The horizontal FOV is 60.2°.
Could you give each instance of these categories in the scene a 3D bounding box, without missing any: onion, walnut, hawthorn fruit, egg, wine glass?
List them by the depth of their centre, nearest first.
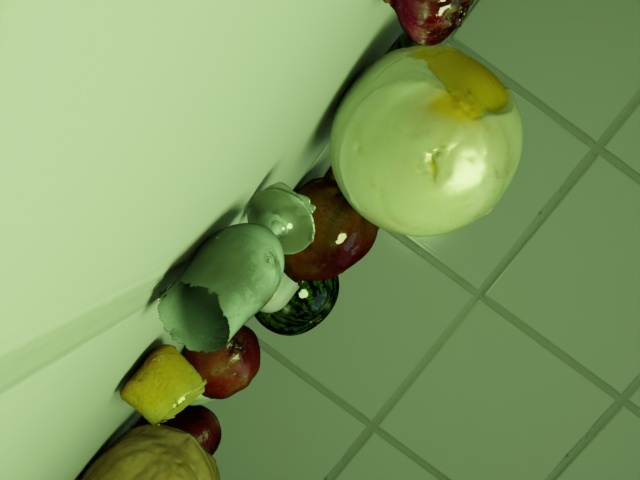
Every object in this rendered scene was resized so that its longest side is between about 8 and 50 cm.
[{"bbox_3d":[0.108,-0.250,0.551,0.107,0.097,0.107,6,90,-88],"label":"onion"},{"bbox_3d":[-0.084,0.026,0.622,0.103,0.103,0.222,-54,-179,37],"label":"wine glass"},{"bbox_3d":[0.155,-0.152,0.855,0.283,0.283,0.345,-54,-174,17],"label":"egg"},{"bbox_3d":[-0.343,0.525,1.070,0.344,0.306,0.306,-61,180,0],"label":"walnut"},{"bbox_3d":[0.000,0.000,1.150,0.248,0.208,0.208,-63,177,19],"label":"hawthorn fruit"},{"bbox_3d":[-0.208,0.248,1.219,0.181,0.181,0.235,-54,180,-38],"label":"hawthorn fruit"},{"bbox_3d":[-0.403,0.496,1.430,0.272,0.195,0.272,-17,-178,1],"label":"onion"}]

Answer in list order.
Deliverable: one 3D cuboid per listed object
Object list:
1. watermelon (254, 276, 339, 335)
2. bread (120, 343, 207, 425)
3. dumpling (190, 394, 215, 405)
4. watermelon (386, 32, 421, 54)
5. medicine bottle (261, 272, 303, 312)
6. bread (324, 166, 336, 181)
[{"bbox_3d":[-0.074,0.128,1.511,0.269,0.269,0.269,-54,180,0],"label":"watermelon"},{"bbox_3d":[-0.236,0.221,0.833,0.102,0.094,0.245,-44,176,-19],"label":"bread"},{"bbox_3d":[-0.315,0.349,1.369,0.179,0.131,0.252,-24,-171,43],"label":"dumpling"},{"bbox_3d":[0.148,-0.307,1.042,0.094,0.135,0.125,14,-115,50],"label":"watermelon"},{"bbox_3d":[-0.061,0.020,1.315,0.341,0.130,0.130,-55,180,-19],"label":"medicine bottle"},{"bbox_3d":[0.034,-0.152,1.640,0.344,0.084,0.124,-55,-173,48],"label":"bread"}]
